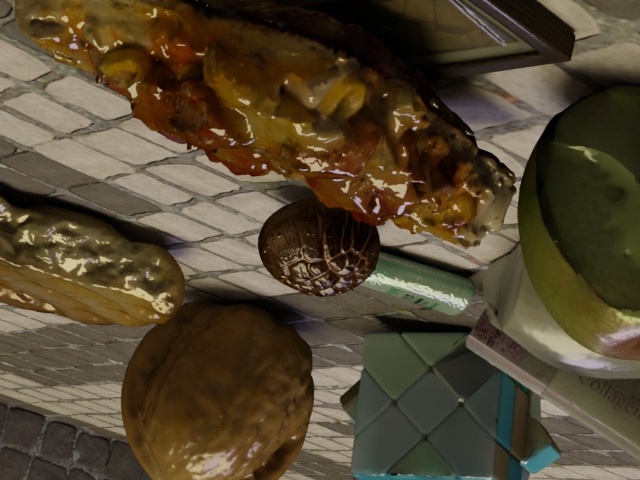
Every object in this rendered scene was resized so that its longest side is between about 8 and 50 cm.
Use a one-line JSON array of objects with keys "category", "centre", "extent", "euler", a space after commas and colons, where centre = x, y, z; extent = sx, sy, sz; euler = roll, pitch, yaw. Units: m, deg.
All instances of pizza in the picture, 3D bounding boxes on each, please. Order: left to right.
[{"category": "pizza", "centre": [-0.022, -0.094, 1.190], "extent": [0.409, 0.114, 0.278], "euler": [22, 178, -25]}]

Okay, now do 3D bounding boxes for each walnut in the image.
[{"category": "walnut", "centre": [-0.130, 0.202, 2.048], "extent": [0.257, 0.257, 0.224], "euler": [16, 164, -8]}]

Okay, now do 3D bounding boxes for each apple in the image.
[{"category": "apple", "centre": [0.235, -0.005, 1.186], "extent": [0.207, 0.188, 0.174], "euler": [20, 158, -30]}]

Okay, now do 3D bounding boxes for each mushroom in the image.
[{"category": "mushroom", "centre": [-0.001, 0.008, 1.595], "extent": [0.126, 0.085, 0.109], "euler": [15, 164, -23]}, {"category": "mushroom", "centre": [0.318, 0.081, 1.573], "extent": [0.329, 0.122, 0.159], "euler": [13, -160, 4]}]

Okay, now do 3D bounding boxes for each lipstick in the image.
[{"category": "lipstick", "centre": [0.302, 0.167, 1.719], "extent": [0.317, 0.066, 0.068], "euler": [33, 171, 10]}]

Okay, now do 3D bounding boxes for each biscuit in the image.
[{"category": "biscuit", "centre": [-0.297, 0.025, 1.883], "extent": [0.274, 0.091, 0.213], "euler": [18, 161, -18]}]

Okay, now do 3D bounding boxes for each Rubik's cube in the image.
[{"category": "Rubik's cube", "centre": [0.148, 0.231, 1.985], "extent": [0.265, 0.224, 0.213], "euler": [0, 161, 22]}]

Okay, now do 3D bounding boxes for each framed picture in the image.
[{"category": "framed picture", "centre": [0.070, -0.149, 1.127], "extent": [0.168, 0.023, 0.128], "euler": [-3, 157, 45]}]

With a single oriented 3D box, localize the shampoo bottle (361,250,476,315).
[{"category": "shampoo bottle", "centre": [0.063, 0.031, 1.700], "extent": [0.191, 0.041, 0.069], "euler": [18, 168, -14]}]
